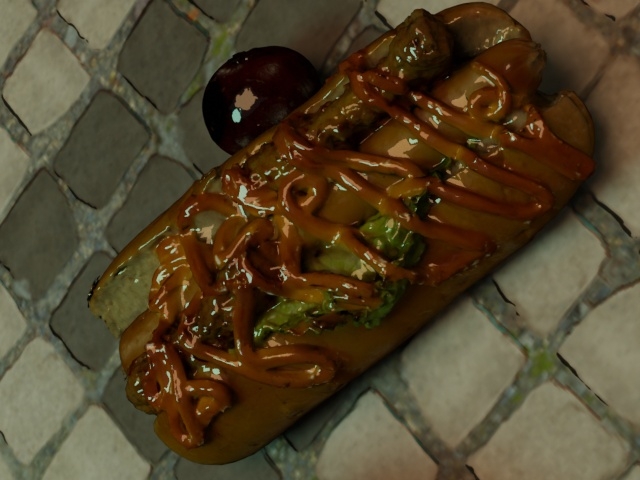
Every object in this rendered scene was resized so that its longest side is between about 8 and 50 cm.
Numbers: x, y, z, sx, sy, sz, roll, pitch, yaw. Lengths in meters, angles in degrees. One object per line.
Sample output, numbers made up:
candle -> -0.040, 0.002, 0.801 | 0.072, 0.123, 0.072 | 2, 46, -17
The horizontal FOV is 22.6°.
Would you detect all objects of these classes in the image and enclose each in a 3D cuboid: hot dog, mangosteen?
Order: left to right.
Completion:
mangosteen -> -0.036, -0.085, 1.027 | 0.081, 0.081, 0.081 | -7, 77, 35
hot dog -> 0.000, 0.000, 0.948 | 0.349, 0.117, 0.158 | -37, 77, 24
